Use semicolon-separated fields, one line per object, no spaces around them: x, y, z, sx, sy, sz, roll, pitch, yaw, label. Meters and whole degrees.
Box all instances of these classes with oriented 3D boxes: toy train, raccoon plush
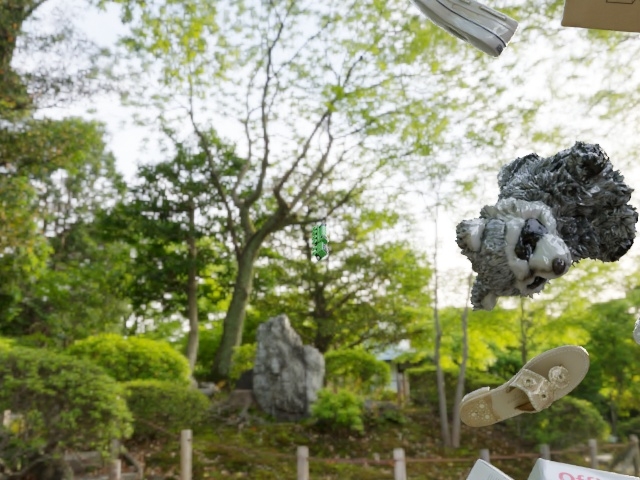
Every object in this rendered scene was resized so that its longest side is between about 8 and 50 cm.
0.000;0.000;0.924;0.023;0.083;0.017;-37;-65;21;toy train
0.338;-0.015;1.158;0.299;0.216;0.446;-24;3;-5;raccoon plush

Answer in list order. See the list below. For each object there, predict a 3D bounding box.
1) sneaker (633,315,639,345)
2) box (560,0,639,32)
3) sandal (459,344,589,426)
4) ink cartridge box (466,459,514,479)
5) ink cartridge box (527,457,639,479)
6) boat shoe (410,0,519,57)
0.578;0.038;1.004;0.110;0.292;0.118;16;-29;41;sneaker
0.467;-0.421;0.981;0.164;0.201;0.021;9;28;14;box
0.343;0.264;1.078;0.240;0.088;0.079;-31;12;19;sandal
0.342;0.620;1.239;0.066;0.296;0.261;34;-5;-39;ink cartridge box
0.444;0.524;0.910;0.279;0.160;0.385;11;29;2;ink cartridge box
0.291;-0.486;1.355;0.267;0.088;0.096;42;9;28;boat shoe
